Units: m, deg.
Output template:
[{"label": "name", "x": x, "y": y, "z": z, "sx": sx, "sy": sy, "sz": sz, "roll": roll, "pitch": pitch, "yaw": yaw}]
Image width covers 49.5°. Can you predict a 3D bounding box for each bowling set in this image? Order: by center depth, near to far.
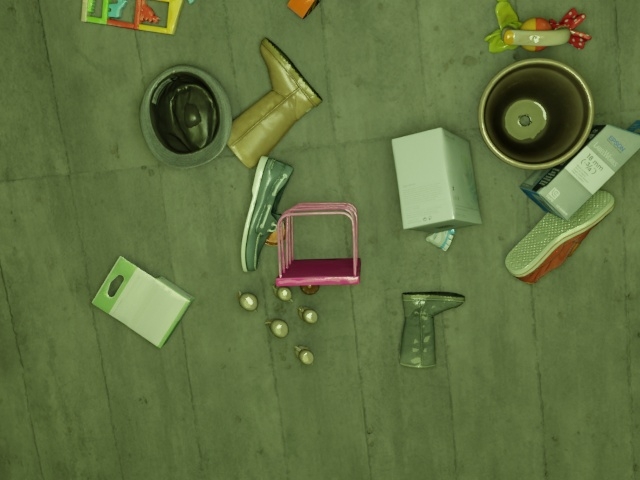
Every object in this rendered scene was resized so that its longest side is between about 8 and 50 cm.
[{"label": "bowling set", "x": -0.072, "y": 0.192, "z": 1.919, "sx": 0.200, "sy": 0.154, "sz": 0.287, "roll": -44, "pitch": 94, "yaw": -9}]

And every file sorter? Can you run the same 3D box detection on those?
[{"label": "file sorter", "x": 0.000, "y": 0.000, "z": 1.788, "sx": 0.202, "sy": 0.291, "sz": 0.182, "roll": -1, "pitch": 97, "yaw": 4}]

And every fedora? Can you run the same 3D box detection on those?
[{"label": "fedora", "x": -0.344, "y": -0.318, "z": 1.833, "sx": 0.243, "sy": 0.124, "sz": 0.276, "roll": -22, "pitch": 86, "yaw": 5}]

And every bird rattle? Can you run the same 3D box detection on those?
[{"label": "bird rattle", "x": 0.537, "y": -0.504, "z": 1.715, "sx": 0.253, "sy": 0.207, "sz": 0.143, "roll": 14, "pitch": 119, "yaw": 11}]

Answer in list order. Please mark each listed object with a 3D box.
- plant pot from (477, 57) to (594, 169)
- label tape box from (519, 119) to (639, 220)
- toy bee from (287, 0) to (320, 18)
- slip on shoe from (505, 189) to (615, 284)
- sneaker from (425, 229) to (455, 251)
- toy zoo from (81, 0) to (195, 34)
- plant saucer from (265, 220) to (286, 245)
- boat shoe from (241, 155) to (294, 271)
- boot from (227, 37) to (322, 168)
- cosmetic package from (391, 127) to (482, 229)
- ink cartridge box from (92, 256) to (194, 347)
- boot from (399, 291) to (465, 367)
[{"label": "plant pot", "x": 0.517, "y": -0.302, "z": 1.720, "sx": 0.262, "sy": 0.229, "sz": 0.263, "roll": 1, "pitch": 95, "yaw": 9}, {"label": "label tape box", "x": 0.670, "y": -0.213, "z": 1.729, "sx": 0.106, "sy": 0.240, "sz": 0.334, "roll": 43, "pitch": 99, "yaw": -2}, {"label": "toy bee", "x": 0.041, "y": -0.695, "z": 1.747, "sx": 0.298, "sy": 0.162, "sz": 0.195, "roll": -24, "pitch": 107, "yaw": 32}, {"label": "slip on shoe", "x": 0.640, "y": -0.009, "z": 1.844, "sx": 0.331, "sy": 0.123, "sz": 0.101, "roll": -43, "pitch": 127, "yaw": 5}, {"label": "sneaker", "x": 0.337, "y": -0.070, "z": 1.865, "sx": 0.082, "sy": 0.071, "sz": 0.191, "roll": 21, "pitch": 101, "yaw": 6}, {"label": "toy zoo", "x": -0.478, "y": -0.654, "z": 1.832, "sx": 0.293, "sy": 0.030, "sz": 0.193, "roll": 9, "pitch": 101, "yaw": 3}, {"label": "plant saucer", "x": -0.131, "y": -0.026, "z": 1.930, "sx": 0.083, "sy": 0.013, "sz": 0.084, "roll": 1, "pitch": 100, "yaw": 3}, {"label": "boat shoe", "x": -0.144, "y": -0.061, "z": 1.858, "sx": 0.099, "sy": 0.116, "sz": 0.320, "roll": 12, "pitch": 101, "yaw": 0}, {"label": "boot", "x": -0.163, "y": -0.362, "z": 1.836, "sx": 0.269, "sy": 0.089, "sz": 0.236, "roll": -39, "pitch": 91, "yaw": 12}, {"label": "cosmetic package", "x": 0.294, "y": -0.144, "z": 1.734, "sx": 0.138, "sy": 0.224, "sz": 0.225, "roll": -12, "pitch": 83, "yaw": 29}, {"label": "ink cartridge box", "x": -0.502, "y": 0.171, "z": 1.969, "sx": 0.235, "sy": 0.056, "sz": 0.171, "roll": 34, "pitch": 100, "yaw": 1}, {"label": "boot", "x": 0.307, "y": 0.247, "z": 1.919, "sx": 0.189, "sy": 0.076, "sz": 0.209, "roll": -1, "pitch": 93, "yaw": 18}]
